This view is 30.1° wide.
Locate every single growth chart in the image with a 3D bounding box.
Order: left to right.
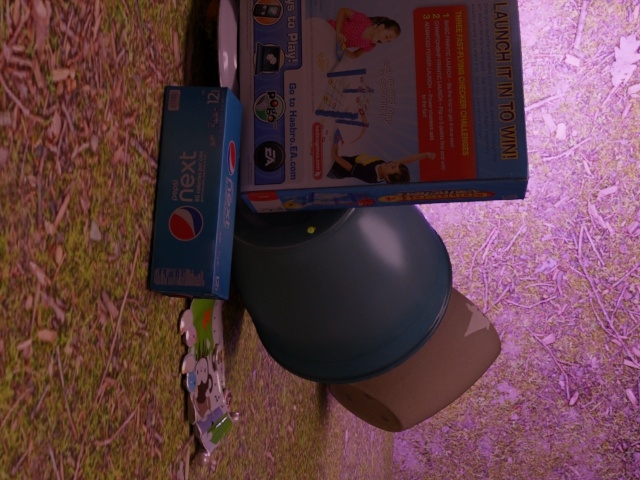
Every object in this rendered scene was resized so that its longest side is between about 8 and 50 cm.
[{"bbox_3d":[-0.129,0.140,1.375,0.172,0.021,0.237,-58,148,-69],"label":"growth chart"}]

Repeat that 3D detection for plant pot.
[{"bbox_3d":[0.000,0.000,1.454,0.255,0.272,0.271,58,34,-52],"label":"plant pot"}]

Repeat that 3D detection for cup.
[{"bbox_3d":[0.143,0.223,2.273,0.237,0.331,0.331,-55,156,-23],"label":"cup"}]

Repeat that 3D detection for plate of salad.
[{"bbox_3d":[-0.106,-0.192,1.345,0.200,0.048,0.200,-3,90,-85],"label":"plate of salad"}]

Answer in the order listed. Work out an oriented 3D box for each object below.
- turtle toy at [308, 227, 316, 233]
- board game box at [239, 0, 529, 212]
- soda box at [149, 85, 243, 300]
[{"bbox_3d":[-0.044,0.015,1.696,0.095,0.066,0.130,117,-10,-49],"label":"turtle toy"},{"bbox_3d":[0.066,-0.192,1.299,0.086,0.302,0.308,66,23,-75],"label":"board game box"},{"bbox_3d":[-0.125,-0.047,1.208,0.071,0.067,0.210,46,48,-77],"label":"soda box"}]
